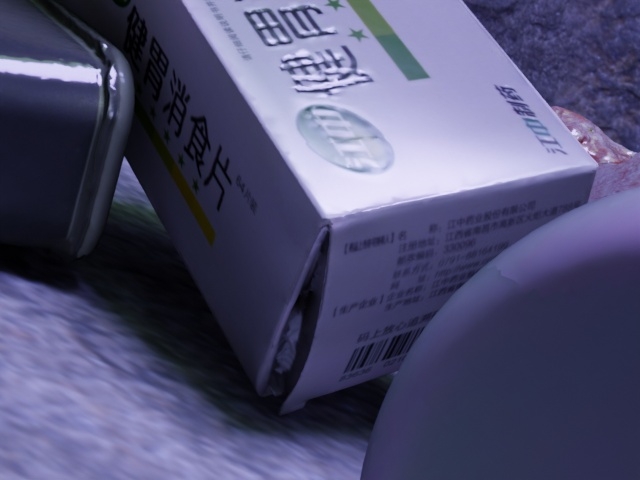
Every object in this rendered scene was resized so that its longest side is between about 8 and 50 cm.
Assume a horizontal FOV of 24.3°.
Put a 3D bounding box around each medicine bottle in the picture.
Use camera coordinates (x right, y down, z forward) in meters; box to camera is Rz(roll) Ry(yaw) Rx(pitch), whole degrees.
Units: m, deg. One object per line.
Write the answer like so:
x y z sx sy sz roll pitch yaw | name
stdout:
0.179 0.101 0.536 0.241 0.241 0.302 30 15 29 | medicine bottle

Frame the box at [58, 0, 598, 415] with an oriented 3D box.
-0.011 -0.080 0.853 0.173 0.145 0.333 -12 52 -28 | box

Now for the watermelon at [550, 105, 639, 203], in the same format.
0.180 -0.010 1.081 0.148 0.226 0.318 46 10 -35 | watermelon

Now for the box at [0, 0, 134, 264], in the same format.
-0.240 -0.095 0.867 0.178 0.138 0.274 6 18 -32 | box
